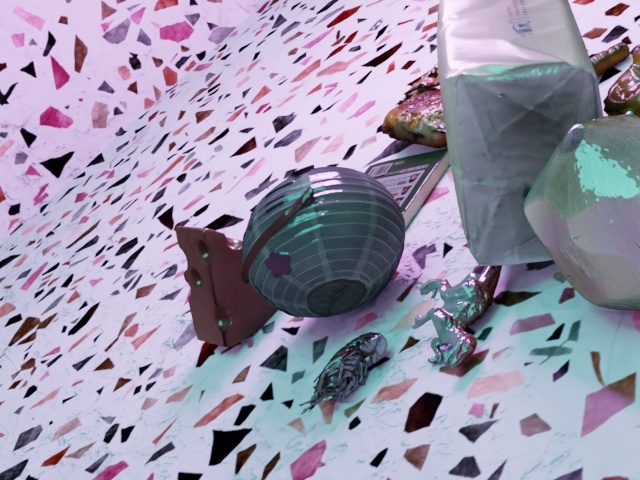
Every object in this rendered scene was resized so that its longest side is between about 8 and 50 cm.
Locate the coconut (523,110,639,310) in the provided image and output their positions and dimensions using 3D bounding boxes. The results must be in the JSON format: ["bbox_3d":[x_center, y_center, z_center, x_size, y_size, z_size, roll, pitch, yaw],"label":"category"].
[{"bbox_3d":[0.365,-0.042,1.561,0.227,0.230,0.227,-29,25,16],"label":"coconut"}]

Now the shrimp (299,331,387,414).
[{"bbox_3d":[0.030,0.190,1.828,0.065,0.056,0.165,8,52,51],"label":"shrimp"}]

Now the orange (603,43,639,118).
[{"bbox_3d":[0.490,-0.222,1.869,0.160,0.112,0.170,-65,10,-28],"label":"orange"}]

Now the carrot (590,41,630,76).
[{"bbox_3d":[0.431,-0.272,2.137,0.170,0.042,0.042,-31,24,9],"label":"carrot"}]

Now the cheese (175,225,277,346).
[{"bbox_3d":[-0.156,0.088,2.173,0.128,0.203,0.177,6,79,56],"label":"cheese"}]

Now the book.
[{"bbox_3d":[0.094,-0.052,2.219,0.202,0.027,0.264,-8,36,47],"label":"book"}]

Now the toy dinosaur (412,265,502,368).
[{"bbox_3d":[0.214,0.071,1.790,0.242,0.053,0.167,-44,25,-16],"label":"toy dinosaur"}]

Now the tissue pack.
[{"bbox_3d":[0.277,-0.180,1.826,0.207,0.297,0.380,-7,27,6],"label":"tissue pack"}]

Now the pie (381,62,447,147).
[{"bbox_3d":[0.237,-0.263,2.323,0.308,0.085,0.308,-31,21,13],"label":"pie"}]

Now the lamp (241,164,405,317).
[{"bbox_3d":[0.000,0.000,1.995,0.265,0.233,0.233,-47,16,32],"label":"lamp"}]
